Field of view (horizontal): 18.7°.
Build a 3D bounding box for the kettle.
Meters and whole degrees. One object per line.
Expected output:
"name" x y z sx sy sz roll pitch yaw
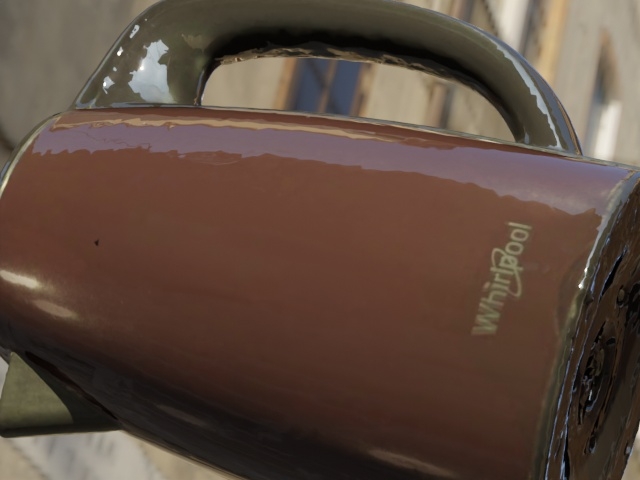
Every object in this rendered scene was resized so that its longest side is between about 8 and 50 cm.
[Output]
"kettle" 0.000 0.000 0.690 0.232 0.202 0.144 14 -17 20
